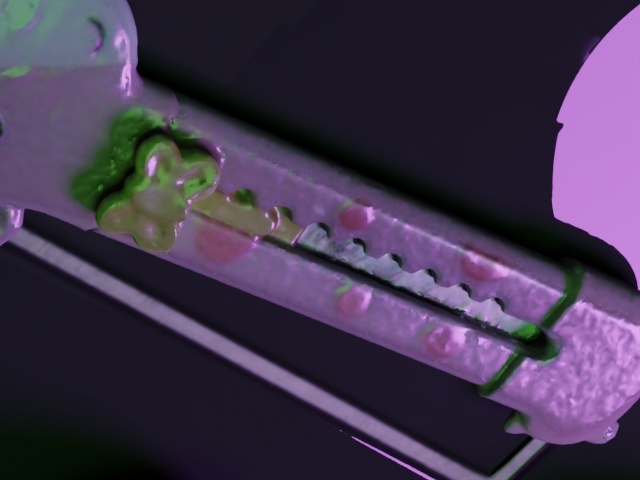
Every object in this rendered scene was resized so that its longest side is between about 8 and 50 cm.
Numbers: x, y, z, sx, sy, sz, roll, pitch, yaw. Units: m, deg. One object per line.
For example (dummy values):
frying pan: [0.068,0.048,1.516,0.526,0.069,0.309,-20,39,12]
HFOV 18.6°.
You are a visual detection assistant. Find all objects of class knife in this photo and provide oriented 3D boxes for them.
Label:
knife: [0.000,0.001,0.803,0.398,0.038,0.132,23,119,-31]
